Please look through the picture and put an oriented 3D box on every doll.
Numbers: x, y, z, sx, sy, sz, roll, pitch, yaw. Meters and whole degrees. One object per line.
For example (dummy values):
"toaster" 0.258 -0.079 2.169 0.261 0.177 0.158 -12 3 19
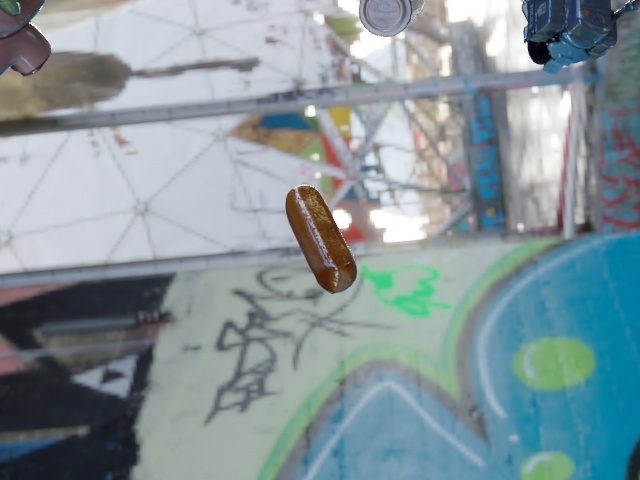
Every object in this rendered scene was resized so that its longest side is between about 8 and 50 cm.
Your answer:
"doll" -0.465 -0.316 1.518 0.284 0.216 0.268 29 159 40

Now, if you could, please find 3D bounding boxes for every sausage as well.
"sausage" 0.000 0.000 1.132 0.131 0.041 0.039 -115 34 -44

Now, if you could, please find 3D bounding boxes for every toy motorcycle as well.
"toy motorcycle" 0.293 -0.333 1.378 0.182 0.123 0.272 -29 54 58

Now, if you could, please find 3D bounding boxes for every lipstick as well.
"lipstick" 0.101 -0.324 1.634 0.254 0.070 0.070 -59 -36 -72
